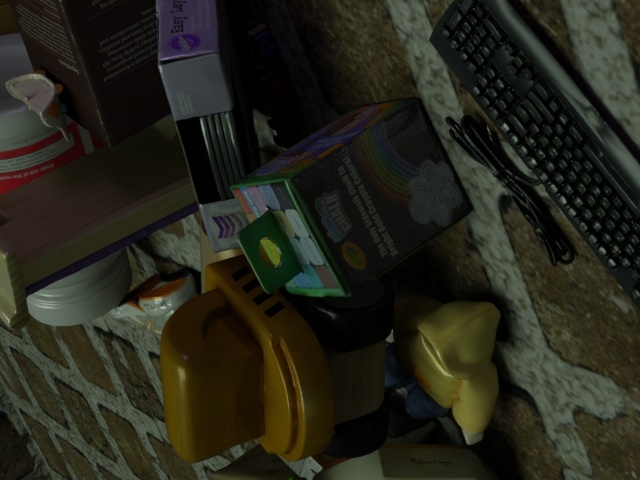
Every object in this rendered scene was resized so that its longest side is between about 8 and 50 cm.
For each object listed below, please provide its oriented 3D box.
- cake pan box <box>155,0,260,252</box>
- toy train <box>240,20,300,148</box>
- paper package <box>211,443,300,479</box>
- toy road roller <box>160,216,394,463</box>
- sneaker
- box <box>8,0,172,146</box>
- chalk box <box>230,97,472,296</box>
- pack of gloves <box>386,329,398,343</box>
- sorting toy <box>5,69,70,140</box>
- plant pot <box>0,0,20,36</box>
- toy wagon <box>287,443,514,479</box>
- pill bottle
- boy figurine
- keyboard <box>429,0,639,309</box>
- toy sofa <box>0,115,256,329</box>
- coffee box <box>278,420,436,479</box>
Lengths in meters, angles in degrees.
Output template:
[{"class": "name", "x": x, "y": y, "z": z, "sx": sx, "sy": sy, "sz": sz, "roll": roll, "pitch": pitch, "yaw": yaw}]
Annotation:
[{"class": "cake pan box", "x": -0.116, "y": -0.156, "z": 1.585, "sx": 0.267, "sy": 0.070, "sz": 0.245, "roll": -98, "pitch": -5, "yaw": -52}, {"class": "toy train", "x": -0.052, "y": -0.168, "z": 1.652, "sx": 0.036, "sy": 0.027, "sz": 0.158, "roll": 24, "pitch": 141, "yaw": 47}, {"class": "paper package", "x": 0.044, "y": 0.410, "z": 2.018, "sx": 0.324, "sy": 0.168, "sz": 0.309, "roll": 62, "pitch": 155, "yaw": -10}, {"class": "toy road roller", "x": -0.081, "y": 0.099, "z": 1.610, "sx": 0.329, "sy": 0.241, "sz": 0.202, "roll": 44, "pitch": 142, "yaw": 46}, {"class": "sneaker", "x": -0.240, "y": 0.122, "z": 2.312, "sx": 0.121, "sy": 0.099, "sz": 0.262, "roll": 57, "pitch": 159, "yaw": -10}, {"class": "box", "x": -0.242, "y": -0.253, "z": 1.738, "sx": 0.167, "sy": 0.168, "sz": 0.203, "roll": 33, "pitch": 147, "yaw": 44}, {"class": "chalk box", "x": 0.011, "y": -0.029, "z": 1.465, "sx": 0.132, "sy": 0.213, "sz": 0.132, "roll": -1, "pitch": 119, "yaw": 63}, {"class": "pack of gloves", "x": 0.000, "y": 0.000, "z": 1.764, "sx": 0.232, "sy": 0.046, "sz": 0.195, "roll": 26, "pitch": 144, "yaw": 34}, {"class": "sorting toy", "x": -0.315, "y": -0.151, "z": 1.750, "sx": 0.083, "sy": 0.045, "sz": 0.075, "roll": 39, "pitch": 159, "yaw": 39}, {"class": "plant pot", "x": -0.469, "y": -0.313, "z": 2.234, "sx": 0.081, "sy": 0.081, "sz": 0.083, "roll": 25, "pitch": 129, "yaw": 51}, {"class": "toy wagon", "x": 0.063, "y": 0.345, "z": 1.741, "sx": 0.344, "sy": 0.267, "sz": 0.068, "roll": 115, "pitch": 153, "yaw": -48}, {"class": "pill bottle", "x": -0.406, "y": -0.079, "z": 2.208, "sx": 0.229, "sy": 0.229, "sz": 0.407, "roll": 35, "pitch": 148, "yaw": 42}, {"class": "boy figurine", "x": 0.125, "y": 0.137, "z": 1.610, "sx": 0.177, "sy": 0.092, "sz": 0.285, "roll": 58, "pitch": 159, "yaw": 7}, {"class": "keyboard", "x": 0.196, "y": -0.061, "z": 1.292, "sx": 0.317, "sy": 0.033, "sz": 0.201, "roll": 54, "pitch": 157, "yaw": 10}, {"class": "toy sofa", "x": -0.253, "y": -0.030, "z": 1.801, "sx": 0.150, "sy": 0.362, "sz": 0.177, "roll": 40, "pitch": 145, "yaw": 34}, {"class": "coffee box", "x": -0.002, "y": 0.199, "z": 1.829, "sx": 0.246, "sy": 0.141, "sz": 0.098, "roll": 43, "pitch": 157, "yaw": 13}]
